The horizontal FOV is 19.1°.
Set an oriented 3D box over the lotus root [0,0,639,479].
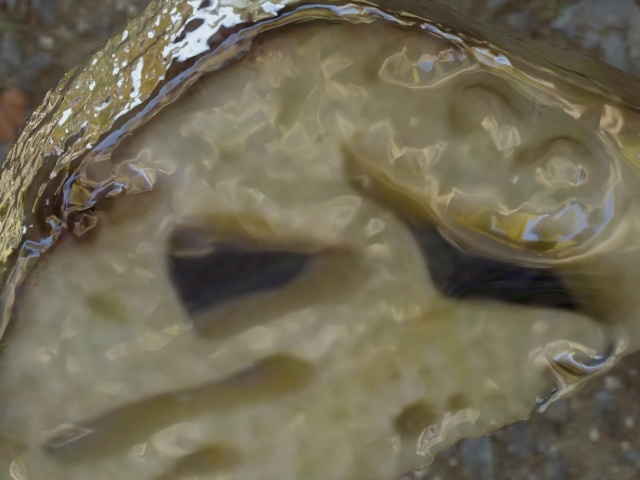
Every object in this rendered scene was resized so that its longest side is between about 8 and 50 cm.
[{"bbox_3d":[0.000,0.000,0.561,0.261,0.170,0.074,-31,27,11],"label":"lotus root"}]
